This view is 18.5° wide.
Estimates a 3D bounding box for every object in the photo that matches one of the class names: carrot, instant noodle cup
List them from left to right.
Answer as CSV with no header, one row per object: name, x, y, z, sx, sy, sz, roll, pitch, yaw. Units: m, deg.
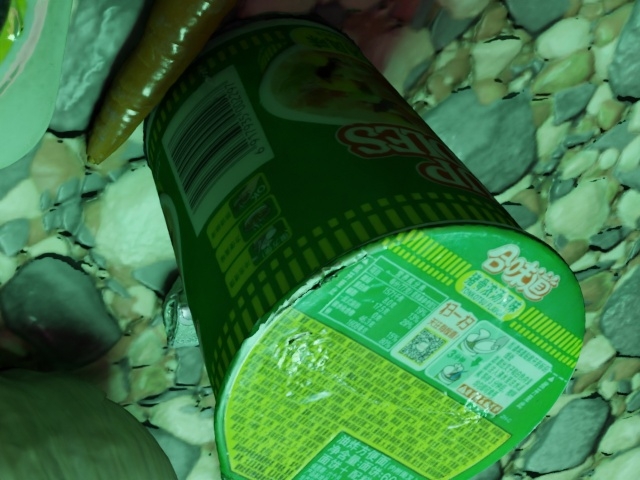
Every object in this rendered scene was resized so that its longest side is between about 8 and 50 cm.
carrot,-0.077,-0.118,1.060,0.048,0.048,0.216,9,129,-34
instant noodle cup,0.000,0.000,1.067,0.207,0.233,0.207,-15,135,-15

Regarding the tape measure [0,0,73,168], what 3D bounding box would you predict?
tape measure,-0.207,-0.152,0.862,0.207,0.115,0.235,-1,117,-30

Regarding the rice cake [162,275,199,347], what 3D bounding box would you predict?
rice cake,0.002,0.026,1.235,0.211,0.034,0.043,-12,137,-19

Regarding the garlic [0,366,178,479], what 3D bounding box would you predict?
garlic,-0.221,0.228,1.178,0.322,0.241,0.322,-2,120,-4
